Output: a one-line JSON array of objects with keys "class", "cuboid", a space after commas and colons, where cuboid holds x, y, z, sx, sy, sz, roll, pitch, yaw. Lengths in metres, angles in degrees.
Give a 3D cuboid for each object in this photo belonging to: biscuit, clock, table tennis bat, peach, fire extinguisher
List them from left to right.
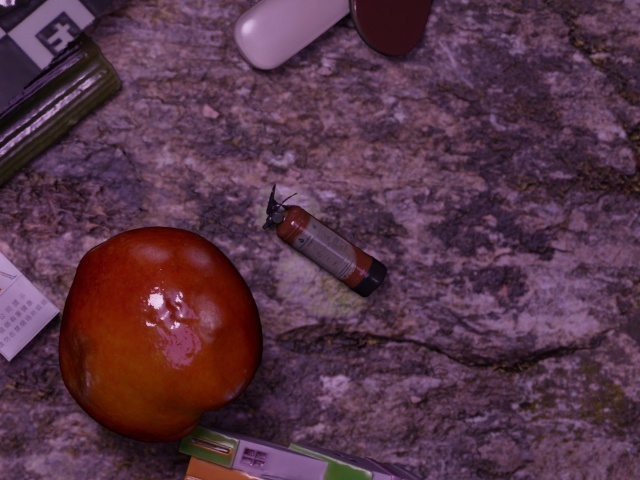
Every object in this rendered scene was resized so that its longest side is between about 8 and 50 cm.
[{"class": "biscuit", "cuboid": [-0.374, -0.117, 1.687, 0.322, 0.038, 0.099, -39, 106, -11]}, {"class": "peach", "cuboid": [-0.187, 0.102, 1.671, 0.243, 0.199, 0.243, 0, 89, -5]}, {"class": "clock", "cuboid": [-0.055, 0.354, 1.744, 0.309, 0.166, 0.235, 17, 88, -16]}, {"class": "fire extinguisher", "cuboid": [0.000, 0.000, 1.799, 0.177, 0.050, 0.062, 36, 109, -16]}, {"class": "table tennis bat", "cuboid": [0.094, -0.345, 1.802, 0.138, 0.022, 0.246, 20, 78, -43]}]

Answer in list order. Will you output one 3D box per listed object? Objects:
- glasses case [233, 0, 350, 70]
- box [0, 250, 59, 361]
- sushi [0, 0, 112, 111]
[{"class": "glasses case", "cuboid": [-0.016, -0.283, 1.775, 0.204, 0.051, 0.081, -38, 104, -14]}, {"class": "box", "cuboid": [-0.382, 0.054, 1.692, 0.084, 0.040, 0.154, -45, 105, -9]}, {"class": "sushi", "cuboid": [-0.433, -0.315, 1.636, 0.373, 0.100, 0.296, 44, 72, -4]}]
